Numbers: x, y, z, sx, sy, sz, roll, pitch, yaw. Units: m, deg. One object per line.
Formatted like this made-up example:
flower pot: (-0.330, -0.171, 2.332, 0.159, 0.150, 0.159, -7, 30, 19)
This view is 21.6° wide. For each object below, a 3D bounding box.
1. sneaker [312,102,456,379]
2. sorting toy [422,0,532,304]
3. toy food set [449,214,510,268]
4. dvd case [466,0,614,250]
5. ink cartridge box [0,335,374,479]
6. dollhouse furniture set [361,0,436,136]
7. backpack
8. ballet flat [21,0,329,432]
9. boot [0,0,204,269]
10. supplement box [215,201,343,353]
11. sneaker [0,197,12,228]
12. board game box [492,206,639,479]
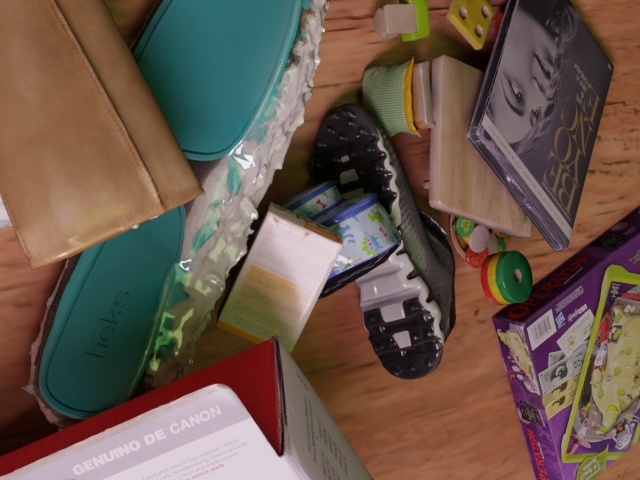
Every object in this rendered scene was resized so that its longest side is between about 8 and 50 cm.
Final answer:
sneaker: (0.059, -0.006, 1.415, 0.106, 0.078, 0.234, -32, 105, -62)
sorting toy: (0.128, -0.086, 1.454, 0.132, 0.046, 0.274, 17, 70, -46)
toy food set: (0.149, -0.017, 1.521, 0.083, 0.020, 0.082, 45, 70, -38)
dvd case: (0.201, -0.126, 1.496, 0.164, 0.018, 0.221, 48, 48, -36)
ink cartridge box: (-0.131, 0.204, 1.146, 0.309, 0.130, 0.272, -24, 123, 11)
dollhouse furniture set: (0.045, -0.157, 1.368, 0.059, 0.076, 0.151, -8, 94, -42)
backpack: (0.000, 0.000, 1.321, 0.114, 0.105, 0.084, -26, 93, 11)
ballet flat: (-0.101, -0.039, 1.254, 0.147, 0.147, 0.409, 28, 84, -41)
boot: (-0.149, -0.145, 1.134, 0.236, 0.089, 0.269, -26, 90, -23)
supplement box: (-0.031, 0.029, 1.253, 0.062, 0.036, 0.098, 25, 102, -6)
sneaker: (-0.235, -0.059, 1.142, 0.232, 0.090, 0.115, -32, 115, -32)
board game box: (0.322, 0.081, 1.676, 0.347, 0.056, 0.208, -33, 115, -31)
